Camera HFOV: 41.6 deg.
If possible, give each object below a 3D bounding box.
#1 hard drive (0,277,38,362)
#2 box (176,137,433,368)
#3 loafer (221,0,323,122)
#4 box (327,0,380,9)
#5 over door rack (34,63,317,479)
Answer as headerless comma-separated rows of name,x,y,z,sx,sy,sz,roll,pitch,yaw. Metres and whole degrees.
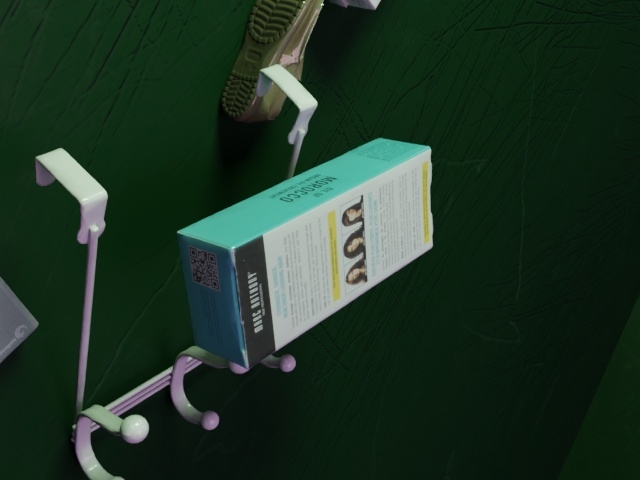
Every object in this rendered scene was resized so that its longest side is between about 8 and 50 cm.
hard drive,-0.270,0.049,0.592,0.094,0.022,0.135,-48,139,-25
box,0.000,0.000,0.686,0.244,0.060,0.100,-29,124,-42
loafer,-0.039,-0.171,0.752,0.050,0.056,0.148,19,103,-56
box,0.092,-0.369,0.806,0.324,0.063,0.067,-61,144,-10
over door rack,-0.097,0.047,0.705,0.239,0.108,0.324,-31,139,-40
